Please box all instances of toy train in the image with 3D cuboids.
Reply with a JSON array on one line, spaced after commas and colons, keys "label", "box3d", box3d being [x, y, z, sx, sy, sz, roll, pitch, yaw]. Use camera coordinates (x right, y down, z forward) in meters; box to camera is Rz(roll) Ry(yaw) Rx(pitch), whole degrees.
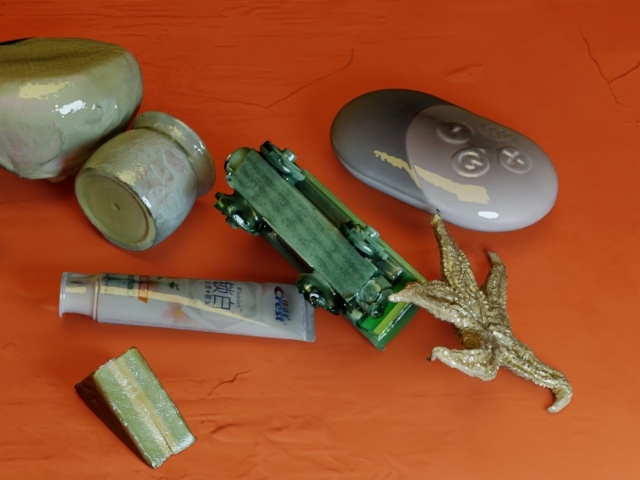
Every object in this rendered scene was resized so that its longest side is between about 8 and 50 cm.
[{"label": "toy train", "box3d": [0.000, 0.000, 1.675, 0.120, 0.202, 0.301, -48, 61, 3]}]

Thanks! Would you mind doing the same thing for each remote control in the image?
[{"label": "remote control", "box3d": [0.170, -0.115, 1.845, 0.332, 0.103, 0.221, 24, 40, 18]}]

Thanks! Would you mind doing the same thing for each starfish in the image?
[{"label": "starfish", "box3d": [0.186, 0.086, 1.660, 0.299, 0.060, 0.302, 32, 30, -23]}]

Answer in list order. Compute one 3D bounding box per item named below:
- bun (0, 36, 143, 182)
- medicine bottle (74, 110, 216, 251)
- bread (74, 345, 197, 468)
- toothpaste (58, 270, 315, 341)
[{"label": "bun", "box3d": [-0.378, -0.173, 1.825, 0.283, 0.179, 0.283, 0, 23, 0]}, {"label": "medicine bottle", "box3d": [-0.231, -0.080, 1.767, 0.147, 0.147, 0.143, 26, 50, 18]}, {"label": "bread", "box3d": [-0.224, 0.208, 1.610, 0.074, 0.084, 0.139, -35, 91, -29]}, {"label": "toothpaste", "box3d": [-0.167, 0.081, 1.692, 0.323, 0.066, 0.100, 5, 43, -8]}]
